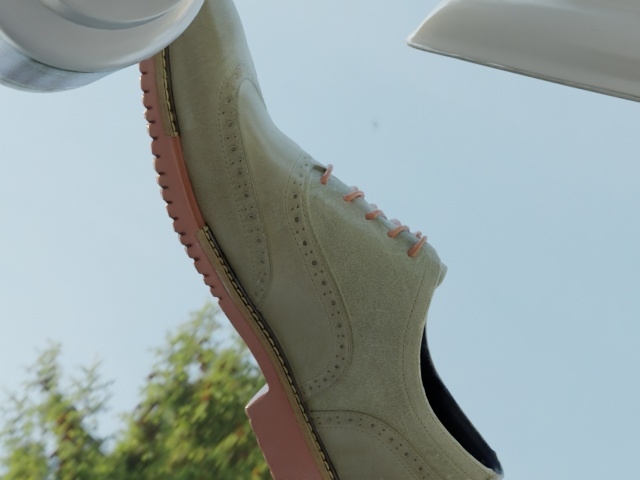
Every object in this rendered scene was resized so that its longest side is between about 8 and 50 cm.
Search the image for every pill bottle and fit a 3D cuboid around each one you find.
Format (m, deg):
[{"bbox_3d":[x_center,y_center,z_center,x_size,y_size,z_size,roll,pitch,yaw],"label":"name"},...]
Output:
[{"bbox_3d":[-0.107,-0.123,0.686,0.108,0.193,0.108,0,-89,-19],"label":"pill bottle"}]

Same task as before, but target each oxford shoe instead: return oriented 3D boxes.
[{"bbox_3d":[0.000,0.000,1.011,0.146,0.140,0.397,-19,-76,14],"label":"oxford shoe"}]

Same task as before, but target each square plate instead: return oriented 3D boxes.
[{"bbox_3d":[0.286,-0.182,1.021,0.344,0.347,0.049,18,-49,35],"label":"square plate"}]
